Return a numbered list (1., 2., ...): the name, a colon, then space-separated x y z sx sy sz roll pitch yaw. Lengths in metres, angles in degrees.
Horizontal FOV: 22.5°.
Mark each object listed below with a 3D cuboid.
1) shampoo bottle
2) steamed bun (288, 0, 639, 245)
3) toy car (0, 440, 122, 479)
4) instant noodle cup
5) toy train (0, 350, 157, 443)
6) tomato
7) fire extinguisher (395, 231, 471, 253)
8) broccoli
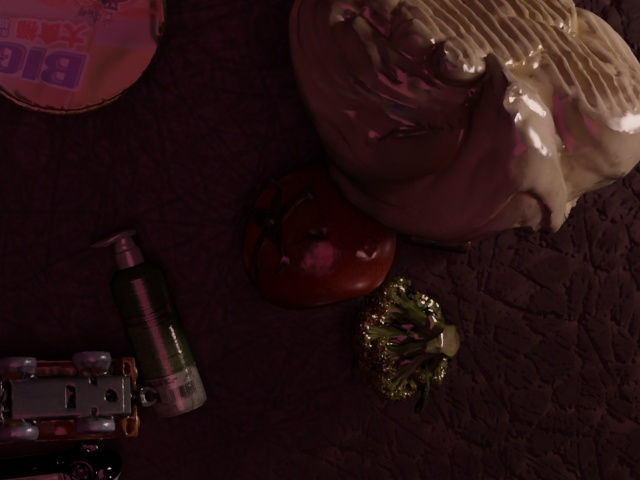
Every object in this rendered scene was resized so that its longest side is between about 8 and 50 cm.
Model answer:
1. shampoo bottle: -0.183 0.085 1.718 0.065 0.065 0.204 -19 98 -3
2. steamed bun: 0.138 -0.130 1.616 0.339 0.352 0.247 43 128 20
3. toy car: -0.311 0.279 1.716 0.210 0.089 0.108 -7 98 -2
4. instant noodle cup: -0.252 -0.232 1.628 0.205 0.153 0.205 0 97 -3
5. toy train: -0.284 0.168 1.689 0.219 0.127 0.089 -2 81 -16
6. tomato: 0.000 0.000 1.684 0.167 0.167 0.167 -1 97 -5
7. fire extinguisher: 0.116 -0.016 1.748 0.100 0.032 0.046 10 107 -12
8. broccoli: 0.091 0.109 1.718 0.130 0.120 0.131 43 54 -34
